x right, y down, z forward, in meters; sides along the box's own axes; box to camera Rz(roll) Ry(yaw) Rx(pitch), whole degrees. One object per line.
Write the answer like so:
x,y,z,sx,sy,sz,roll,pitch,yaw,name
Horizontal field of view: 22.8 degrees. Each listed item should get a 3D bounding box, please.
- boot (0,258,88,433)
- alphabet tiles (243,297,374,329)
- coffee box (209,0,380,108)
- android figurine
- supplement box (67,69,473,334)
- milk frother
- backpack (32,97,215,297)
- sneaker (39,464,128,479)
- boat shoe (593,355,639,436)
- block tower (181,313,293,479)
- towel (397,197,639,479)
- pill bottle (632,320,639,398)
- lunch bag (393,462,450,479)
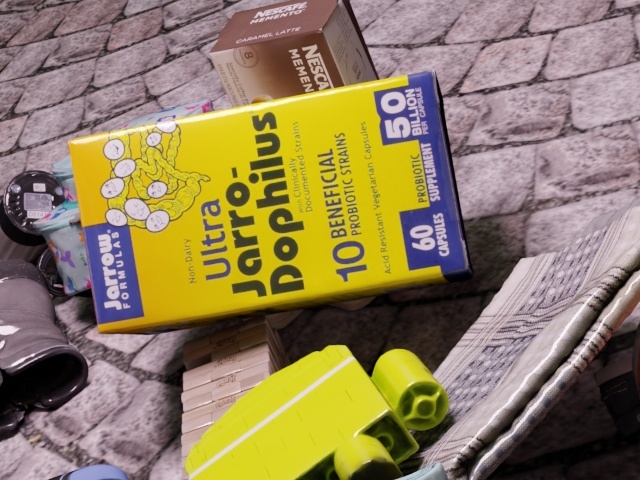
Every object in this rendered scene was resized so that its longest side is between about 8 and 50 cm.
-0.435,0.154,1.747,0.338,0.118,0.222,-30,34,-3,boot
0.000,0.000,1.780,0.284,0.021,0.278,-40,33,-29,alphabet tiles
-0.003,-0.134,1.727,0.141,0.246,0.098,-8,32,25,coffee box
-0.019,0.169,1.239,0.248,0.056,0.273,-37,17,-3,android figurine
-0.041,-0.029,1.560,0.357,0.194,0.195,-11,-5,6,supplement box
-0.348,0.008,1.950,0.135,0.129,0.143,139,148,-62,milk frother
-0.202,-0.040,1.819,0.254,0.191,0.225,-23,10,36,backpack
-0.288,0.258,1.491,0.232,0.081,0.090,-24,36,0,sneaker
0.336,0.113,1.329,0.206,0.065,0.075,-15,-16,1,boat shoe
-0.069,0.194,1.433,0.097,0.091,0.335,-21,28,6,block tower
0.162,0.081,1.277,0.324,0.056,0.312,-47,0,-15,towel
0.357,0.166,1.034,0.224,0.224,0.392,-20,28,6,pill bottle
0.018,0.287,1.018,0.262,0.223,0.160,-28,-4,13,lunch bag
